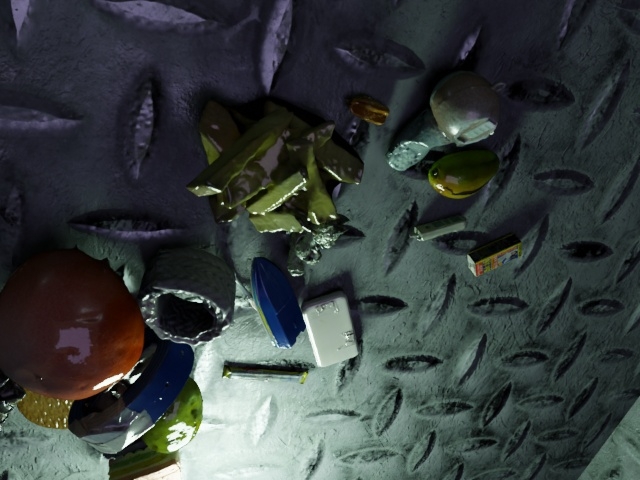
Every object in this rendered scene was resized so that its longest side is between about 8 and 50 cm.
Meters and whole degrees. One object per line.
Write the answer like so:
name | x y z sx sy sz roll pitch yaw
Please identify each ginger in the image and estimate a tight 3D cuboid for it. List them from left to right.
ginger | -0.103 -0.124 1.345 0.414 0.211 0.358 14 120 -20

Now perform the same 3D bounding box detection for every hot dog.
hot dog | 0.115 -0.321 1.428 0.133 0.041 0.056 11 119 -37

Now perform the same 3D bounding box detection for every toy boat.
toy boat | -0.130 0.157 1.624 0.129 0.088 0.295 -51 136 -37

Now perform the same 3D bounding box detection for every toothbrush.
toothbrush | -0.180 0.184 1.665 0.028 0.037 0.375 -30 132 4

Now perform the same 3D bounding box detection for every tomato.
tomato | -0.567 0.195 1.315 0.342 0.272 0.341 15 133 17

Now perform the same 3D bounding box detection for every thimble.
thimble | -0.330 0.140 1.466 0.217 0.157 0.245 -39 120 20

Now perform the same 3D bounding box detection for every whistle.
whistle | 0.302 -0.301 1.466 0.348 0.189 0.189 -33 133 31

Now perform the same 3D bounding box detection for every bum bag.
bum bag | -0.861 0.441 1.538 0.102 0.069 0.248 29 116 -27

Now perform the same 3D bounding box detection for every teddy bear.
teddy bear | -0.018 -0.010 1.547 0.213 0.111 0.133 -48 174 36

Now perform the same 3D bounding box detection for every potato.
potato | -0.434 0.500 1.712 0.186 0.148 0.253 7 113 -45

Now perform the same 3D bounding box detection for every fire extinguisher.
fire extinguisher | -0.588 0.622 1.812 0.100 0.032 0.046 -36 163 4

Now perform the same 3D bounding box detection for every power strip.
power strip | 0.345 -0.037 1.714 0.191 0.047 0.030 -15 123 -14

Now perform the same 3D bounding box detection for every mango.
mango | 0.397 -0.182 1.596 0.233 0.111 0.125 -14 142 -29

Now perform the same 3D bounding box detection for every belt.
belt | -0.489 0.386 1.543 0.347 0.212 0.117 -47 132 -15

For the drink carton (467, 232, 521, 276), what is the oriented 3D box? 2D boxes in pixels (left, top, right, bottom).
drink carton | 0.549 0.044 1.851 0.166 0.056 0.071 -24 137 -5

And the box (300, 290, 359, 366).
box | 0.033 0.278 1.811 0.142 0.044 0.285 -19 129 -7

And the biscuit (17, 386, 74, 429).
biscuit | -0.694 0.421 1.614 0.262 0.037 0.262 -11 127 -15

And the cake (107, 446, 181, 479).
cake | -0.544 0.694 1.823 0.225 0.109 0.090 0 123 -23

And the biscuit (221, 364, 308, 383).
biscuit | -0.169 0.423 1.839 0.292 0.026 0.048 12 114 -29
